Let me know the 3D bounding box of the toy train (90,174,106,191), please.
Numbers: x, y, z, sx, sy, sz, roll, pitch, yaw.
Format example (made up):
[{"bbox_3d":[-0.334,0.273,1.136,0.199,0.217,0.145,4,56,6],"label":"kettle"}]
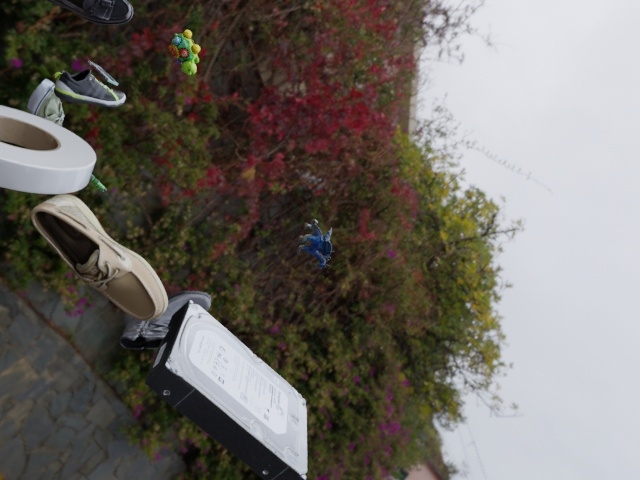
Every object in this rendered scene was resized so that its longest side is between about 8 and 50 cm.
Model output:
[{"bbox_3d":[-0.648,-0.169,1.704,0.024,0.017,0.083,16,-23,32],"label":"toy train"}]

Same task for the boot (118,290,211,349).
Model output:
[{"bbox_3d":[-0.570,0.311,2.206,0.222,0.338,0.118,-111,-166,-53],"label":"boot"}]

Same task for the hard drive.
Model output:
[{"bbox_3d":[-0.158,0.286,1.110,0.339,0.064,0.237,46,14,-16],"label":"hard drive"}]

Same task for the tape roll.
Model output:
[{"bbox_3d":[-0.756,-0.235,1.449,0.392,0.392,0.072,36,-68,29],"label":"tape roll"}]

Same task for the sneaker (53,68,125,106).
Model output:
[{"bbox_3d":[-0.693,-0.469,1.796,0.084,0.235,0.097,32,-65,30],"label":"sneaker"}]

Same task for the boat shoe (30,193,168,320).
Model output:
[{"bbox_3d":[-0.471,0.053,1.250,0.341,0.122,0.110,46,14,-10],"label":"boat shoe"}]

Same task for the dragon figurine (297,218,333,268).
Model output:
[{"bbox_3d":[0.000,0.000,2.159,0.144,0.085,0.289,12,-38,-10],"label":"dragon figurine"}]

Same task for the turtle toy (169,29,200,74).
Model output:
[{"bbox_3d":[-0.404,-0.556,1.754,0.130,0.066,0.095,61,-30,-4],"label":"turtle toy"}]

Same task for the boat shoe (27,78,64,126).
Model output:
[{"bbox_3d":[-0.866,-0.410,1.884,0.094,0.109,0.302,34,-27,-14],"label":"boat shoe"}]

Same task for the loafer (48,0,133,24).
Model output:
[{"bbox_3d":[-0.752,-0.763,1.859,0.303,0.109,0.095,16,5,-7],"label":"loafer"}]

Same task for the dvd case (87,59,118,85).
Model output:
[{"bbox_3d":[-0.902,-0.693,2.443,0.119,0.013,0.087,42,6,5],"label":"dvd case"}]
